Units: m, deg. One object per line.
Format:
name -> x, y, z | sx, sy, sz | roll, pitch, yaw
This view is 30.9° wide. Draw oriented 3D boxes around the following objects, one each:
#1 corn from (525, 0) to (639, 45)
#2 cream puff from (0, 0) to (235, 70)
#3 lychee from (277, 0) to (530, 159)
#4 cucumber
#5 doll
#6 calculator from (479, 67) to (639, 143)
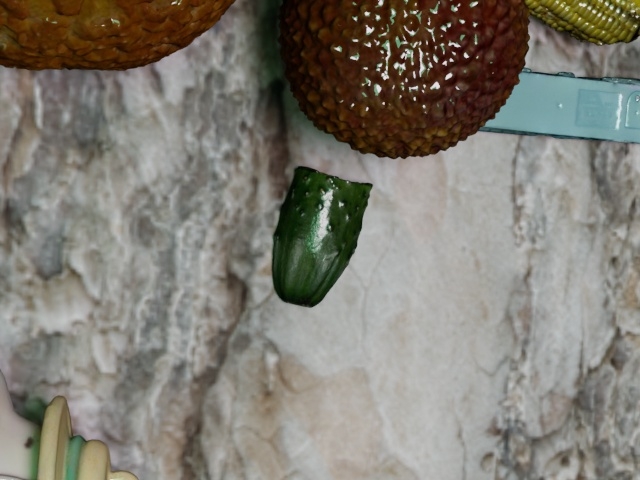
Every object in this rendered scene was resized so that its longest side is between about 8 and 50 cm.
corn -> 0.172, -0.211, 0.917 | 0.203, 0.072, 0.072 | 23, 86, -16
cream puff -> -0.160, -0.261, 0.745 | 0.303, 0.212, 0.303 | 0, 91, -11
lychee -> 0.057, -0.149, 0.831 | 0.194, 0.194, 0.194 | -1, 92, -16
cucumber -> 0.000, 0.000, 0.894 | 0.067, 0.035, 0.107 | 15, 89, -17
doll -> -0.280, 0.195, 0.781 | 0.208, 0.144, 0.271 | 44, 76, 8
calculator -> 0.195, -0.112, 0.953 | 0.172, 0.018, 0.057 | 3, 90, -16
